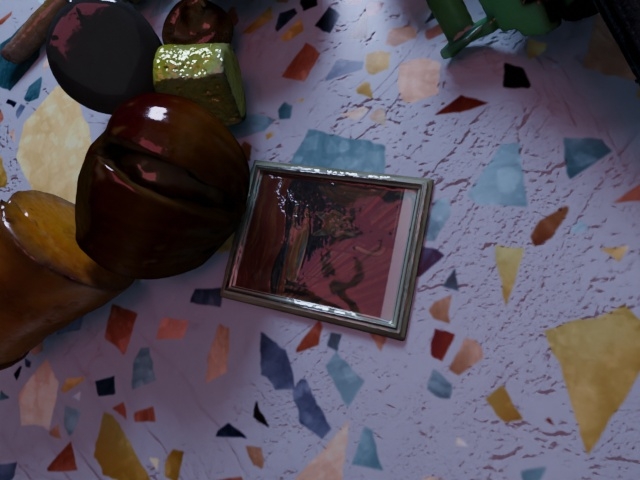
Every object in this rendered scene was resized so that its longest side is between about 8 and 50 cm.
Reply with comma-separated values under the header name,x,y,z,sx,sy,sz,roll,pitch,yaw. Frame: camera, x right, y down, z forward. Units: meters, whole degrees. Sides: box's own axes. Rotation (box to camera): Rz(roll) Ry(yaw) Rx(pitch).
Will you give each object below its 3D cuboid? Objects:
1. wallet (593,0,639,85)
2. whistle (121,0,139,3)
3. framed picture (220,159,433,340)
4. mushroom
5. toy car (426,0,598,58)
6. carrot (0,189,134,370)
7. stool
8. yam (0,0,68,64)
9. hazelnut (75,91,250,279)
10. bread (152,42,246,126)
name,x,y,z,sx,sy,sz,roll,pitch,yaw
wallet,0.384,-0.207,0.372,0.190,0.046,0.379,-34,100,10
whistle,-0.355,-0.501,0.703,0.141,0.141,0.294,35,90,20
framed picture,0.000,0.000,0.551,0.272,0.016,0.217,9,82,19
mushroom,-0.197,-0.337,0.648,0.109,0.084,0.126,-50,65,31
toy car,0.281,-0.393,0.457,0.359,0.176,0.213,-45,114,-2
carrot,-0.429,0.075,0.581,0.254,0.196,0.196,-41,70,10
stool,-0.317,-0.255,0.631,0.153,0.139,0.228,-8,107,-11
yam,-0.528,-0.446,0.792,0.264,0.046,0.046,-42,70,6
hazelnut,-0.208,-0.063,0.543,0.217,0.217,0.252,34,100,20
bread,-0.176,-0.231,0.600,0.114,0.129,0.111,-3,60,8
